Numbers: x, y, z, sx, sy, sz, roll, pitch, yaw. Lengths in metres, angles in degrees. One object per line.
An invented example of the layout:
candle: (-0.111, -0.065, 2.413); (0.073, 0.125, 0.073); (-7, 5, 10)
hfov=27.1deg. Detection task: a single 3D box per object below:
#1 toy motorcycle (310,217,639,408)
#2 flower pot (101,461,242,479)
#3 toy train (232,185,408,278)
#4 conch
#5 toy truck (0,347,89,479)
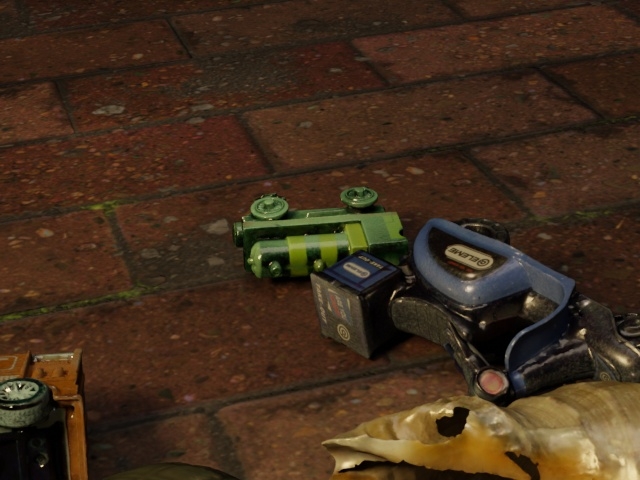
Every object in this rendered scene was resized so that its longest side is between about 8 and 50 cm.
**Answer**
toy motorcycle: (0.170, 0.091, 1.333); (0.213, 0.125, 0.358); (-31, 36, -29)
flower pot: (-0.082, 0.292, 0.810); (0.213, 0.301, 0.302); (24, 37, 24)
toy train: (0.000, 0.001, 1.551); (0.200, 0.083, 0.132); (-7, 31, -6)
conch: (0.163, 0.223, 0.995); (0.324, 0.186, 0.263); (-3, 22, -1)
toy truck: (-0.360, 0.173, 1.200); (0.305, 0.136, 0.162); (-2, 21, -4)
